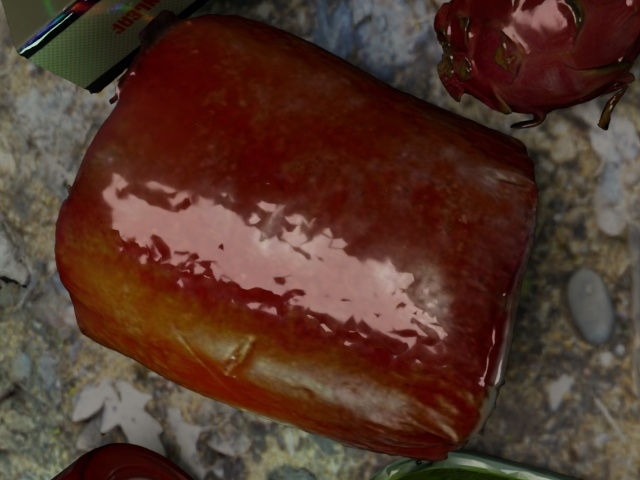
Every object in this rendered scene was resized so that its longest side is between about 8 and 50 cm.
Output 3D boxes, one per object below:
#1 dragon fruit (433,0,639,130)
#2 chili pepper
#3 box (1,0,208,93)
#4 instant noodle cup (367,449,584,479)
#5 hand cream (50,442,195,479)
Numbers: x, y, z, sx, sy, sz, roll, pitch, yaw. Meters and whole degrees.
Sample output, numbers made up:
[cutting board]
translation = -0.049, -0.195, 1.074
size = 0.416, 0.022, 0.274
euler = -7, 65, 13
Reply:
[dragon fruit]
translation = 0.157, -0.147, 0.944
size = 0.166, 0.133, 0.136
euler = -23, 125, 29
[chili pepper]
translation = 0.000, 0.000, 0.994
size = 0.305, 0.229, 0.251
euler = 22, 66, 8
[box]
translation = -0.161, -0.284, 1.032
size = 0.198, 0.084, 0.310
euler = -36, 57, 22
[instant noodle cup]
translation = 0.073, 0.297, 0.908
size = 0.294, 0.308, 0.294
euler = 2, 95, 23
[hand cream]
translation = -0.152, 0.257, 1.068
size = 0.125, 0.193, 0.193
euler = -41, 78, 21
